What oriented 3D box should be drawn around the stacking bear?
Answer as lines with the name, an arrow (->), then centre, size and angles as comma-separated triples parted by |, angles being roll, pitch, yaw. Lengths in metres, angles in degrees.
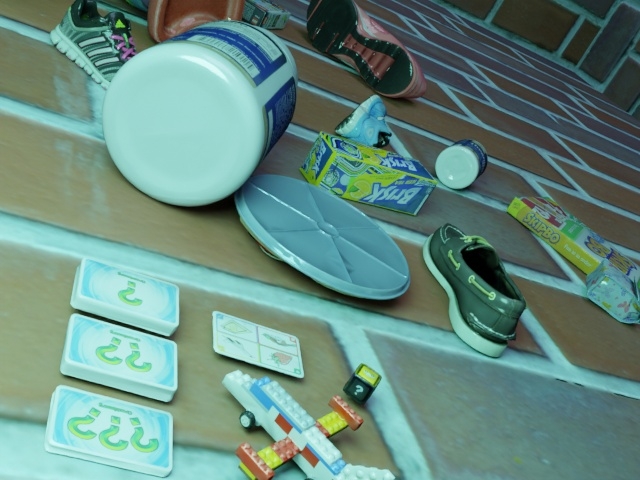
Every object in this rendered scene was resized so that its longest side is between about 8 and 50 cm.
stacking bear -> -0.267, -0.425, 1.248 | 0.289, 0.164, 0.175 | 34, 36, 27

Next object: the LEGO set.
LEGO set -> -0.052, 0.092, 0.578 | 0.244, 0.060, 0.182 | 21, 29, -21

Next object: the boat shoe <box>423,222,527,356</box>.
boat shoe -> 0.174, 0.037, 0.931 | 0.081, 0.068, 0.227 | 22, 25, -18

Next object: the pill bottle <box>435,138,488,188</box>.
pill bottle -> 0.226, -0.124, 1.315 | 0.067, 0.067, 0.120 | 34, 24, 10

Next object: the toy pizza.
toy pizza -> 0.000, 0.000, 0.851 | 0.201, 0.032, 0.201 | 26, 24, -12

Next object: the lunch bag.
lunch bag -> 0.414, 0.073, 1.159 | 0.083, 0.053, 0.071 | 40, 25, 1

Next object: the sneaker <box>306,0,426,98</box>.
sneaker -> 0.090, -0.376, 1.650 | 0.314, 0.116, 0.136 | 50, 19, 25

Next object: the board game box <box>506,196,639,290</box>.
board game box -> 0.418, 0.018, 1.300 | 0.124, 0.039, 0.259 | -4, 43, -51

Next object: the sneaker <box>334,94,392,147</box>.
sneaker -> 0.073, -0.168, 1.262 | 0.073, 0.063, 0.162 | 47, 27, -5

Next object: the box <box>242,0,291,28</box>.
box -> -0.168, -0.471, 1.599 | 0.207, 0.036, 0.114 | 35, 24, 11

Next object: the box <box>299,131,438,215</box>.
box -> 0.063, -0.082, 1.053 | 0.169, 0.059, 0.054 | 11, 32, -36

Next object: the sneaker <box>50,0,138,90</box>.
sneaker -> -0.239, -0.224, 0.971 | 0.170, 0.074, 0.063 | 37, 24, 16

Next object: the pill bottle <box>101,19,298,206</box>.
pill bottle -> -0.107, -0.145, 0.867 | 0.153, 0.153, 0.264 | 29, 23, -2
